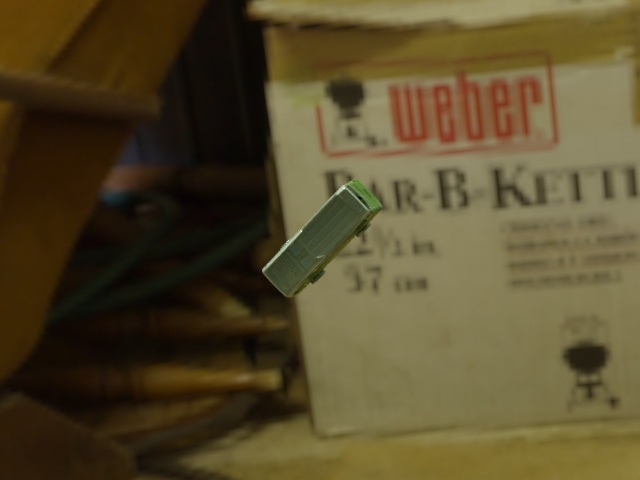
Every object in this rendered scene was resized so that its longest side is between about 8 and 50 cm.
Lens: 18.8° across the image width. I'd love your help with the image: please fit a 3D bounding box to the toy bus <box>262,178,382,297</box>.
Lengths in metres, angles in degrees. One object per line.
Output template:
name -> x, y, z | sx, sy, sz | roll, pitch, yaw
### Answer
toy bus -> 0.000, 0.000, 1.196 | 0.083, 0.031, 0.037 | -46, -5, 17
